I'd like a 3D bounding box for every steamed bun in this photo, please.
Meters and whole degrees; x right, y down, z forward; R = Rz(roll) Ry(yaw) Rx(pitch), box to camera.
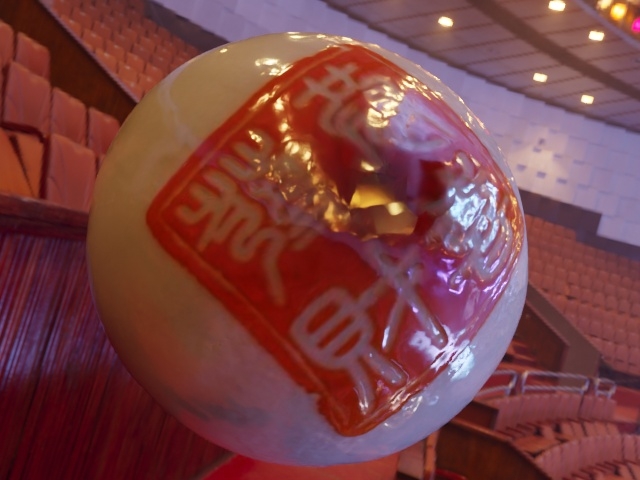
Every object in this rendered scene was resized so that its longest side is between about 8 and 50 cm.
[{"bbox_3d":[0.007,-0.005,0.542,0.375,0.374,0.241,18,-20,-18],"label":"steamed bun"}]
